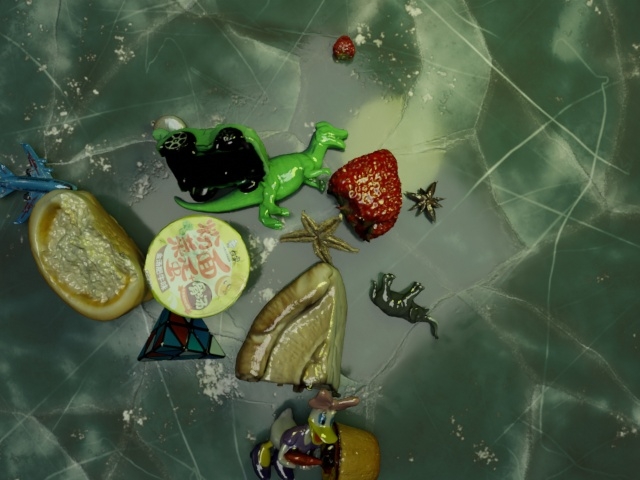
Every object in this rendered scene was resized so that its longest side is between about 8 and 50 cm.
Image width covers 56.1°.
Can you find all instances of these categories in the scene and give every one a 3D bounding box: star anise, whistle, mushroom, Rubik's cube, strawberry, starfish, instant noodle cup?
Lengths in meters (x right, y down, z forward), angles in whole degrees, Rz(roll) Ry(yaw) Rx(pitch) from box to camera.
[{"bbox_3d":[0.344,-0.114,1.914,0.124,0.056,0.129,-19,90,-1],"label":"star anise"},{"bbox_3d":[-0.439,-0.329,1.916,0.220,0.057,0.107,26,104,-4],"label":"whistle"},{"bbox_3d":[-0.075,0.262,1.861,0.313,0.224,0.397,5,77,18],"label":"mushroom"},{"bbox_3d":[-0.460,0.240,1.865,0.284,0.250,0.234,-3,70,5],"label":"Rubik's cube"},{"bbox_3d":[0.157,-0.147,1.819,0.257,0.261,0.261,-30,90,-3],"label":"strawberry"},{"bbox_3d":[-0.001,0.005,1.854,0.231,0.295,0.048,47,46,-25],"label":"starfish"},{"bbox_3d":[0.075,-0.619,1.914,0.073,0.073,0.083,3,77,0],"label":"strawberry"},{"bbox_3d":[-0.357,0.077,1.830,0.311,0.221,0.311,0,89,0],"label":"instant noodle cup"}]

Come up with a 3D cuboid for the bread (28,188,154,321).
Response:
[{"bbox_3d":[-0.671,0.027,1.806,0.424,0.245,0.329,50,129,2],"label":"bread"}]

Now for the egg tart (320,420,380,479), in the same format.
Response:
[{"bbox_3d":[0.083,0.664,1.847,0.171,0.215,0.215,6,90,-15],"label":"egg tart"}]

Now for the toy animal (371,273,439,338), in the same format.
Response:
[{"bbox_3d":[0.283,0.196,1.903,0.269,0.082,0.137,27,93,-4],"label":"toy animal"}]

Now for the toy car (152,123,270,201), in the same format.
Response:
[{"bbox_3d":[-0.332,-0.254,1.797,0.358,0.213,0.176,-8,47,15],"label":"toy car"}]

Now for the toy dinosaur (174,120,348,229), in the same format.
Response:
[{"bbox_3d":[-0.191,-0.239,1.896,0.500,0.144,0.374,13,75,9],"label":"toy dinosaur"}]

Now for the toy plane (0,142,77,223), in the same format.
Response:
[{"bbox_3d":[-0.893,-0.173,1.887,0.271,0.105,0.254,6,90,-1],"label":"toy plane"}]

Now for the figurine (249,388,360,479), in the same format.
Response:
[{"bbox_3d":[-0.055,0.583,1.801,0.154,0.421,0.193,20,48,-32],"label":"figurine"}]
